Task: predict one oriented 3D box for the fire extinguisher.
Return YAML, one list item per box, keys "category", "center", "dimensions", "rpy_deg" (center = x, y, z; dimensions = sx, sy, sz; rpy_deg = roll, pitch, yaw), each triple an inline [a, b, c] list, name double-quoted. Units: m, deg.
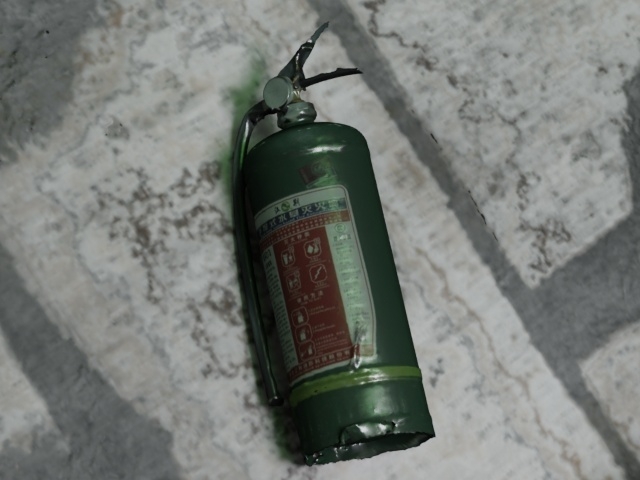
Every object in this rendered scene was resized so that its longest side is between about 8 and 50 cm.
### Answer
- category: "fire extinguisher"
  center: [0.000, 0.000, 1.122]
  dimensions: [0.093, 0.118, 0.294]
  rpy_deg: [14, 60, -61]
